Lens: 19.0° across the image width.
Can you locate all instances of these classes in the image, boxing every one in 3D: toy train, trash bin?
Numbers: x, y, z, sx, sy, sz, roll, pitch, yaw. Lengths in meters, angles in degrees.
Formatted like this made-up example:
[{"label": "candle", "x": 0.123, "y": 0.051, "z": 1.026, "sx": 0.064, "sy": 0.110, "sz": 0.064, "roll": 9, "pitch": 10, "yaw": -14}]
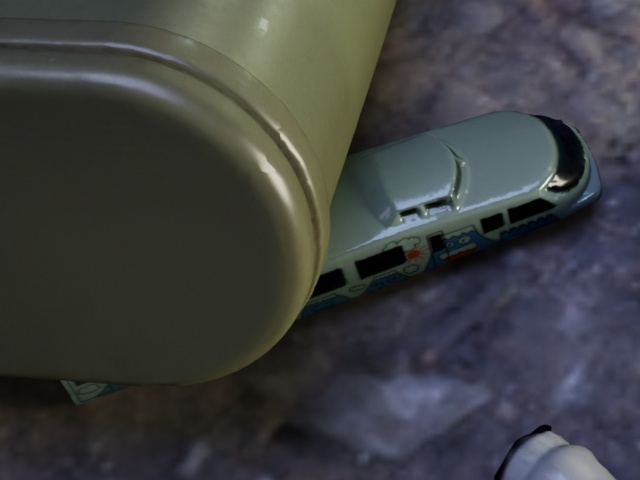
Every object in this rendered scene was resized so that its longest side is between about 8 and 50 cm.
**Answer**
[{"label": "toy train", "x": 0.000, "y": 0.000, "z": 0.685, "sx": 0.207, "sy": 0.047, "sz": 0.043, "roll": -20, "pitch": 57, "yaw": -1}, {"label": "trash bin", "x": -0.096, "y": -0.071, "z": 0.668, "sx": 0.243, "sy": 0.121, "sz": 0.247, "roll": 3, "pitch": 35, "yaw": 12}]

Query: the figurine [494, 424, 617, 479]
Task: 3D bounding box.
[{"label": "figurine", "x": 0.130, "y": 0.132, "z": 0.540, "sx": 0.229, "sy": 0.112, "sz": 0.137, "roll": 36, "pitch": 85, "yaw": 33}]
